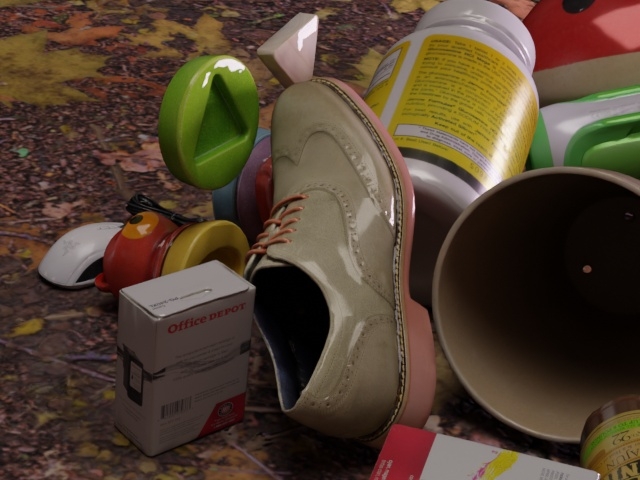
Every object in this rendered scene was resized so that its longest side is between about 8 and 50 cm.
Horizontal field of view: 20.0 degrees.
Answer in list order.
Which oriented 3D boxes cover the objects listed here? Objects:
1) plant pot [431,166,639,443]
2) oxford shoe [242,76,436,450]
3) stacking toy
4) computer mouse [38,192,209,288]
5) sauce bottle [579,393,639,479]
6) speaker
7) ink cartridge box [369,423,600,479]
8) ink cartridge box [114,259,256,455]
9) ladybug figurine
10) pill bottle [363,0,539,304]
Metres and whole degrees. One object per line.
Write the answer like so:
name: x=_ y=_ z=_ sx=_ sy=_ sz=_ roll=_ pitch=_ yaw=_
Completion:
plant pot: x=0.269 y=0.039 z=1.767 sx=0.256 sy=0.256 sz=0.274 roll=16 pitch=14 yaw=17
oxford shoe: x=0.000 y=0.000 z=1.691 sx=0.146 sy=0.140 sz=0.397 roll=14 pitch=48 yaw=-36
stacking toy: x=-0.109 y=-0.079 z=1.849 sx=0.130 sy=0.279 sz=0.309 roll=11 pitch=29 yaw=32
computer mouse: x=-0.213 y=-0.002 z=1.913 sx=0.106 sy=0.042 sz=0.193 roll=27 pitch=36 yaw=31
sauce bottle: x=0.277 y=0.259 z=1.476 sx=0.111 sy=0.111 sz=0.344 roll=5 pitch=29 yaw=-2
speaker: x=0.383 y=-0.116 z=2.077 sx=0.296 sy=0.131 sz=0.131 roll=-10 pitch=30 yaw=3
ink cartridge box: x=0.122 y=0.248 z=1.447 sx=0.176 sy=0.128 sz=0.127 roll=12 pitch=31 yaw=11
ink cartridge box: x=-0.123 y=0.104 z=1.634 sx=0.109 sy=0.150 sz=0.063 roll=-18 pitch=37 yaw=-35
ladybug figurine: x=0.422 y=-0.245 z=2.258 sx=0.449 sy=0.162 sz=0.305 roll=-8 pitch=7 yaw=-20
pill bottle: x=0.129 y=-0.106 z=1.936 sx=0.188 sy=0.188 sz=0.334 roll=12 pitch=46 yaw=11
